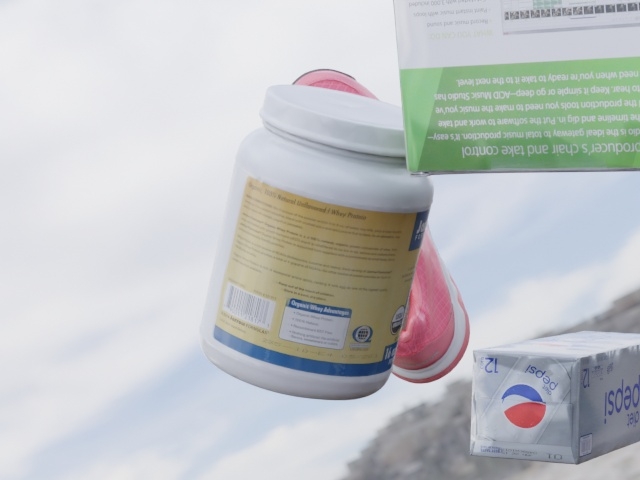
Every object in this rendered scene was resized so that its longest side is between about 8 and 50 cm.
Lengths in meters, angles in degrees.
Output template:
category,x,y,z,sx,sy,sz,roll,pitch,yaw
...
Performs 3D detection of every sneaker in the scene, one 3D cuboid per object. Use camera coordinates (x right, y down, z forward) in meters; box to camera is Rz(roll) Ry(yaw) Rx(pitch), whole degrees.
category,x,y,z,sx,sy,sz,roll,pitch,yaw
sneaker,0.048,-0.027,1.716,0.116,0.314,0.136,-25,-16,9

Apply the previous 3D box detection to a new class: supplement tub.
category,x,y,z,sx,sy,sz,roll,pitch,yaw
supplement tub,0.000,0.000,1.355,0.144,0.200,0.144,12,14,-3

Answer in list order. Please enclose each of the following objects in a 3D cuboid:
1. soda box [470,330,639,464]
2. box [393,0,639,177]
category,x,y,z,sx,sy,sz,roll,pitch,yaw
soda box,0.227,0.132,1.655,0.098,0.091,0.286,2,2,26
box,0.148,-0.202,1.181,0.232,0.322,0.058,1,9,37
